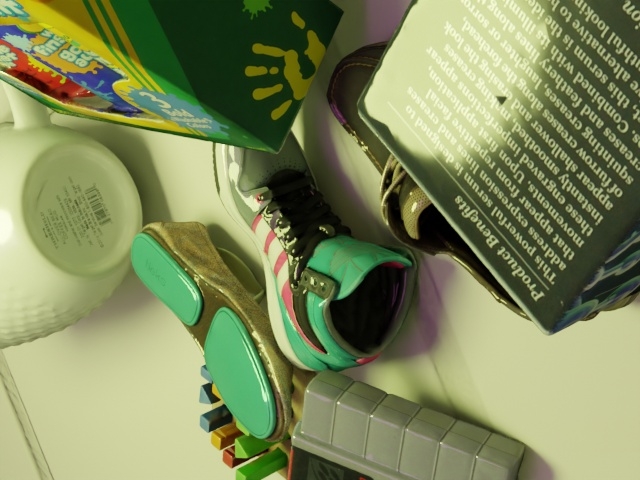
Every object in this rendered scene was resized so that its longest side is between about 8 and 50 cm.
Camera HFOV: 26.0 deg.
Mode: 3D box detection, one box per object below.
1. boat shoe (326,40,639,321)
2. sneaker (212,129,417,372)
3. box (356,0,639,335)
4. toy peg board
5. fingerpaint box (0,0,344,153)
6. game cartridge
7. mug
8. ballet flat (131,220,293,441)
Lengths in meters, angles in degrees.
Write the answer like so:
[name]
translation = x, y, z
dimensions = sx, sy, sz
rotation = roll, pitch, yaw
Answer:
[boat shoe]
translation = 0.118, -0.058, 1.182
dimensions = 0.355, 0.130, 0.132
rotation = 39, 133, 33
[sneaker]
translation = 0.000, 0.000, 1.356
dimensions = 0.178, 0.123, 0.296
rotation = 2, 116, 55
[box]
translation = 0.251, -0.172, 0.835
dimensions = 0.212, 0.293, 0.395
rotation = 52, 140, 21
[toy peg board]
translation = -0.093, 0.191, 1.600
dimensions = 0.160, 0.079, 0.161
rotation = 32, 129, 38
[fingerpaint box]
translation = -0.265, -0.249, 1.333
dimensions = 0.444, 0.371, 0.163
rotation = 15, 77, 50
[game cartridge]
translation = 0.068, 0.318, 1.421
dimensions = 0.230, 0.068, 0.355
rotation = 17, 123, 17
[mug]
translation = -0.391, -0.057, 1.696
dimensions = 0.328, 0.276, 0.374
rotation = -13, 91, 47
[ballet flat]
translation = -0.091, 0.084, 1.520
dimensions = 0.316, 0.106, 0.108
rotation = 53, 135, 30
